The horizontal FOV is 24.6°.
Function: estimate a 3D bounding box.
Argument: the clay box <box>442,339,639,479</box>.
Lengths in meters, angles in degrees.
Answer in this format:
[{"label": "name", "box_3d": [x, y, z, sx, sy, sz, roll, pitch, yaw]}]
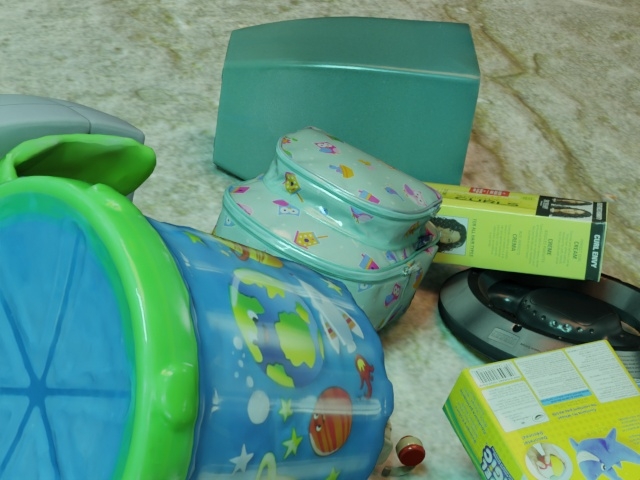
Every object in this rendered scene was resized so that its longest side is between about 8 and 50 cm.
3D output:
[{"label": "clay box", "box_3d": [0.188, 0.174, 0.973, 0.127, 0.053, 0.222, -9, 52, -27]}]

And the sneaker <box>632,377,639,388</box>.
[{"label": "sneaker", "box_3d": [0.229, 0.129, 1.126, 0.211, 0.080, 0.081, 8, 30, -23]}]

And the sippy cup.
[{"label": "sippy cup", "box_3d": [-0.087, 0.090, 0.851, 0.240, 0.305, 0.224, 3, -3, 44]}]

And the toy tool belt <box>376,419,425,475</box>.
[{"label": "toy tool belt", "box_3d": [0.030, 0.130, 1.026, 0.083, 0.052, 0.051, 10, 35, -19]}]

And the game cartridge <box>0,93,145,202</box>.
[{"label": "game cartridge", "box_3d": [-0.234, 0.009, 0.920, 0.062, 0.198, 0.297, 23, 24, 29]}]

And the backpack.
[{"label": "backpack", "box_3d": [0.000, 0.000, 1.166, 0.166, 0.144, 0.188, 31, 30, 13]}]

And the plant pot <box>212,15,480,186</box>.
[{"label": "plant pot", "box_3d": [0.020, -0.125, 1.416, 0.234, 0.165, 0.165, 8, 26, -2]}]

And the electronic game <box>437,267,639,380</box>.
[{"label": "electronic game", "box_3d": [0.214, 0.073, 1.266, 0.229, 0.048, 0.229, 10, 20, -4]}]

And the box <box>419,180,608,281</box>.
[{"label": "box", "box_3d": [0.137, -0.013, 1.308, 0.232, 0.058, 0.087, 7, 16, 11]}]
